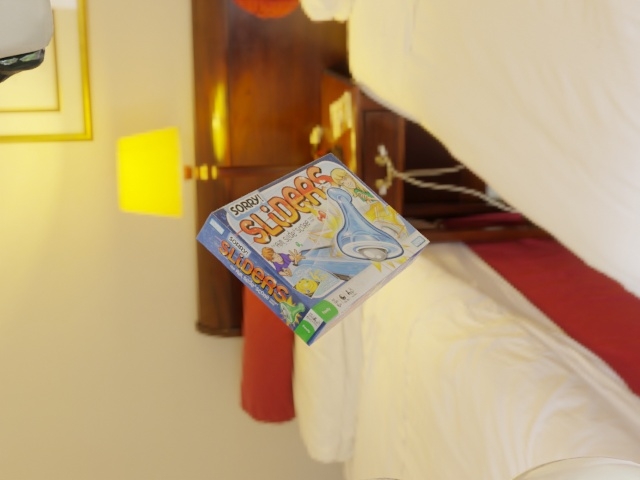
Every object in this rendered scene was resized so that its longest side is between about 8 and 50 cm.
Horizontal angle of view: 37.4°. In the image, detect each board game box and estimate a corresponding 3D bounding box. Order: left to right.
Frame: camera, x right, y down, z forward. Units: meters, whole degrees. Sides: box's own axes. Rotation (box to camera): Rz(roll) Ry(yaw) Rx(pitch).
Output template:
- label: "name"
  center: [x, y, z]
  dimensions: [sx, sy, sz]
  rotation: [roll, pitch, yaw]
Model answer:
- label: "board game box"
  center: [0.000, 0.000, 0.860]
  dimensions: [0.136, 0.201, 0.035]
  rotation: [42, 126, 10]

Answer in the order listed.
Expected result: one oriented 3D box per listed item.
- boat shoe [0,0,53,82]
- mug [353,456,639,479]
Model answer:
- label: "boat shoe"
  center: [-0.208, -0.242, 0.440]
  dimensions: [0.341, 0.127, 0.158]
  rotation: [101, 149, -51]
- label: "mug"
  center: [0.087, 0.245, 0.299]
  dimensions: [0.276, 0.328, 0.374]
  rotation: [-32, 21, 47]
